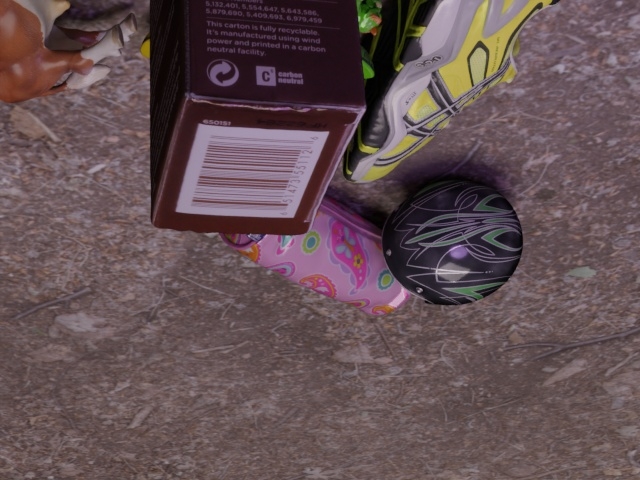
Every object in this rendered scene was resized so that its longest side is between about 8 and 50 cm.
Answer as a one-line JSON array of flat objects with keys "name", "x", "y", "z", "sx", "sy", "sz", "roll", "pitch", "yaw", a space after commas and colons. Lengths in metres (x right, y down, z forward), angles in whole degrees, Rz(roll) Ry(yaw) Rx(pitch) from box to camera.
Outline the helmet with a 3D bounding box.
[{"name": "helmet", "x": 0.165, "y": 0.002, "z": 1.804, "sx": 0.169, "sy": 0.169, "sz": 0.161, "roll": -10, "pitch": 166, "yaw": 12}]

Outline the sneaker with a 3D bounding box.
[{"name": "sneaker", "x": 0.123, "y": -0.171, "z": 1.513, "sx": 0.147, "sy": 0.145, "sz": 0.384, "roll": 7, "pitch": 150, "yaw": -17}]

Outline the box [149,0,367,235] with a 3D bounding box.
[{"name": "box", "x": -0.062, "y": -0.212, "z": 1.180, "sx": 0.143, "sy": 0.381, "sz": 0.191, "roll": 2, "pitch": 151, "yaw": -14}]

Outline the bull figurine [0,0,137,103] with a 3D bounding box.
[{"name": "bull figurine", "x": -0.297, "y": -0.243, "z": 1.386, "sx": 0.188, "sy": 0.101, "sz": 0.310, "roll": -9, "pitch": 150, "yaw": 6}]

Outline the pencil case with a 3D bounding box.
[{"name": "pencil case", "x": 0.000, "y": 0.000, "z": 1.828, "sx": 0.124, "sy": 0.124, "sz": 0.284, "roll": -26, "pitch": 142, "yaw": 34}]

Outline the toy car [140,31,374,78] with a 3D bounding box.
[{"name": "toy car", "x": -0.040, "y": -0.184, "z": 1.529, "sx": 0.225, "sy": 0.053, "sz": 0.239, "roll": -6, "pitch": 154, "yaw": 35}]

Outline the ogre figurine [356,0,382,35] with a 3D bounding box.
[{"name": "ogre figurine", "x": 0.008, "y": -0.248, "z": 1.389, "sx": 0.097, "sy": 0.118, "sz": 0.197, "roll": 24, "pitch": 141, "yaw": -39}]
